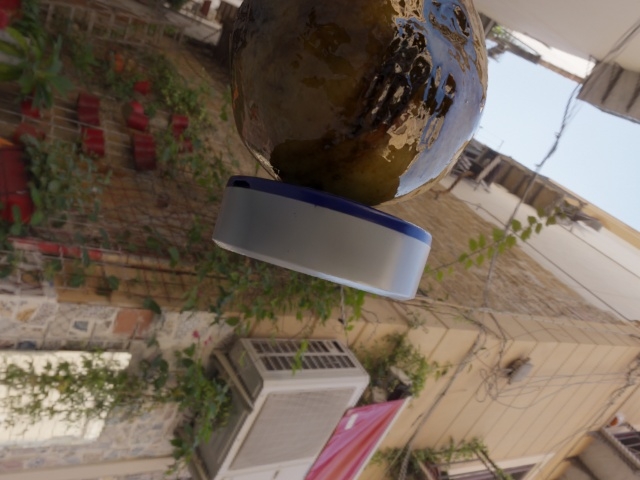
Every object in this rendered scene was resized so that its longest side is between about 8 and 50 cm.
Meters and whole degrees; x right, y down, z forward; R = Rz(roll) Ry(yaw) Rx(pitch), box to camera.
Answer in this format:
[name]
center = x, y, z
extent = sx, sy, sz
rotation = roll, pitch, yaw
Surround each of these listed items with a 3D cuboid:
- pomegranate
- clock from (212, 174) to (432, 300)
[pomegranate]
center = 0.044, -0.192, 0.627
extent = 0.322, 0.322, 0.322
rotation = -17, -113, 49
[clock]
center = 0.000, 0.000, 0.589
extent = 0.230, 0.230, 0.083
rotation = 13, -97, 53
